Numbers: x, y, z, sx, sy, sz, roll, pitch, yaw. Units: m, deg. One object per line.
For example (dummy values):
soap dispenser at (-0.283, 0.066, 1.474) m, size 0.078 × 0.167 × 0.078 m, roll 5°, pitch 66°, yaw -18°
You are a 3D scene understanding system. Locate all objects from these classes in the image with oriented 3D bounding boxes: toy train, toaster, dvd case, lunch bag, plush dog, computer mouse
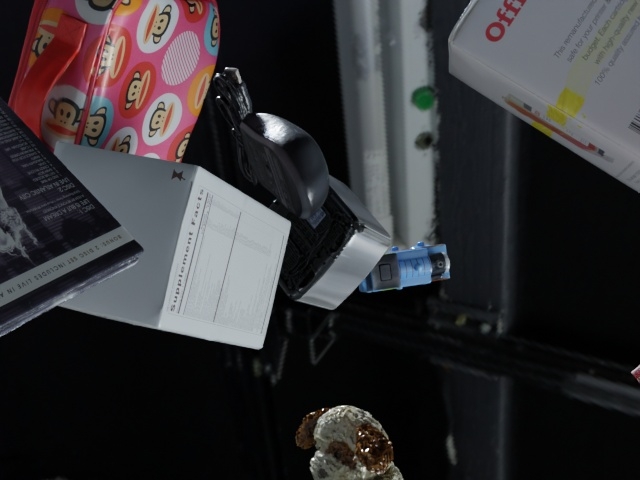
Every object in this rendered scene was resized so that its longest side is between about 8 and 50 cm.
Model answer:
toy train at (0.143, 0.049, 1.729) m, size 0.105 × 0.184 × 0.080 m, roll -172°, pitch -105°, yaw -78°
toaster at (0.000, 0.000, 1.525) m, size 0.168 × 0.110 × 0.185 m, roll -51°, pitch -130°, yaw 15°
dvd case at (-0.229, -0.040, 0.573) m, size 0.221 × 0.164 × 0.018 m, roll 45°, pitch -56°, yaw 8°
lunch bag at (-0.230, -0.139, 1.024) m, size 0.120 × 0.258 × 0.293 m, roll 26°, pitch -73°, yaw 15°
plush dog at (0.060, 0.363, 1.515) m, size 0.262 × 0.211 × 0.225 m, roll 3°, pitch -72°, yaw 54°
computer mouse at (-0.055, -0.128, 1.386) m, size 0.272 × 0.072 × 0.188 m, roll 45°, pitch -25°, yaw 50°

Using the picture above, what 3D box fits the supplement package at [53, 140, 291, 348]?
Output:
supplement package at (-0.137, 0.012, 0.891) m, size 0.134 × 0.139 × 0.244 m, roll 11°, pitch -7°, yaw 18°

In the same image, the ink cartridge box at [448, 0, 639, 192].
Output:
ink cartridge box at (0.399, -0.254, 1.290) m, size 0.385 × 0.279 × 0.160 m, roll 34°, pitch -2°, yaw 8°

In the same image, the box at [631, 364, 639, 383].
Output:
box at (0.454, 0.104, 0.962) m, size 0.154 × 0.142 × 0.300 m, roll 58°, pitch -21°, yaw 21°
